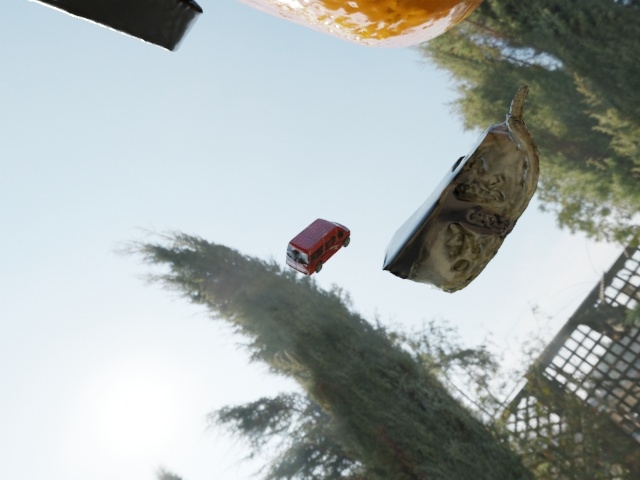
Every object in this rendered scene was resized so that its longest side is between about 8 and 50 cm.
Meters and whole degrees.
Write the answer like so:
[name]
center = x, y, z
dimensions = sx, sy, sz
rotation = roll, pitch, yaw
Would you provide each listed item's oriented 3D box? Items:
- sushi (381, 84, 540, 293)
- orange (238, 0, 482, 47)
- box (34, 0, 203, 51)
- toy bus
[sushi]
center = 0.195, -0.043, 0.552
dimensions = 0.272, 0.109, 0.134
rotation = -53, 0, 17
[orange]
center = 0.017, -0.391, 0.453
dimensions = 0.424, 0.424, 0.326
rotation = -2, -57, -46
[box]
center = -0.255, -0.256, 0.318
dimensions = 0.058, 0.211, 0.350
rotation = -46, -7, 22
[toy bus]
center = 0.000, 0.000, 1.096
dimensions = 0.195, 0.081, 0.089
rotation = -40, -35, -41
